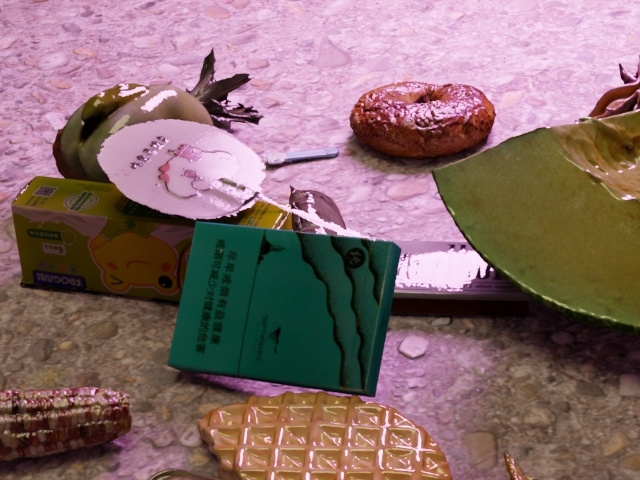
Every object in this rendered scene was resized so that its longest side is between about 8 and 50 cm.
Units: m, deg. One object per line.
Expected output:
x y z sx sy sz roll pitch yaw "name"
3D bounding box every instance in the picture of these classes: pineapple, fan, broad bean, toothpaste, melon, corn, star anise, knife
-0.202 -0.148 2.145 0.277 0.119 0.130 -32 5 -37 "pineapple"
-0.088 -0.059 1.860 0.329 0.009 0.191 23 36 11 "fan"
-0.211 -0.113 2.011 0.100 0.228 0.169 31 83 33 "broad bean"
-0.190 0.005 1.908 0.327 0.110 0.077 7 31 16 "toothpaste"
0.331 -0.048 1.845 0.331 0.226 0.343 25 17 29 "melon"
-0.307 0.184 1.675 0.237 0.080 0.079 -4 32 -7 "corn"
0.451 -0.182 2.223 0.148 0.219 0.227 -19 -24 34 "star anise"
-0.023 -0.108 2.165 0.096 0.010 0.027 -7 31 -9 "knife"

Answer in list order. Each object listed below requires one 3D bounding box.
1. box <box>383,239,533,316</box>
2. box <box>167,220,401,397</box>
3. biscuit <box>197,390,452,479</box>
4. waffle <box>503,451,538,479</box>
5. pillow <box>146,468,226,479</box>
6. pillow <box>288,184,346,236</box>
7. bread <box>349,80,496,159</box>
0.150 0.040 1.883 0.177 0.036 0.115 1 32 9 "box"
-0.038 0.070 1.751 0.226 0.161 0.042 5 -11 22 "box"
0.019 0.224 1.600 0.204 0.040 0.309 -16 34 -19 "biscuit"
0.237 0.256 1.530 0.125 0.032 0.191 -4 33 3 "waffle"
-0.142 0.291 1.500 0.130 0.033 0.217 10 44 25 "pillow"
-0.001 -0.001 1.921 0.051 0.093 0.241 -37 31 16 "pillow"
0.132 -0.164 2.188 0.193 0.064 0.193 -3 29 2 "bread"
